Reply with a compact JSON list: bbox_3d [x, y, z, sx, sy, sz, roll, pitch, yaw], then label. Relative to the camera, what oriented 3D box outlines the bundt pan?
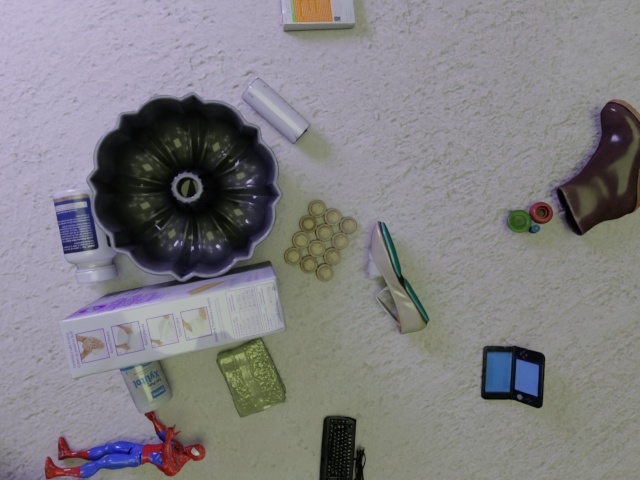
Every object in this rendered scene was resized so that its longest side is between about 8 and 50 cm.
[{"bbox_3d":[-0.241,-0.095,0.867,0.331,0.124,0.330,-1,93,-9],"label":"bundt pan"}]

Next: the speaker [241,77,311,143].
[{"bbox_3d":[-0.085,-0.253,0.915,0.136,0.055,0.055,40,87,-9],"label":"speaker"}]

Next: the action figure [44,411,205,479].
[{"bbox_3d":[-0.361,0.379,0.888,0.281,0.091,0.138,4,105,-8],"label":"action figure"}]

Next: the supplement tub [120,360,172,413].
[{"bbox_3d":[-0.337,0.268,0.900,0.071,0.071,0.107,-22,96,-7],"label":"supplement tub"}]

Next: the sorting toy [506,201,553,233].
[{"bbox_3d":[0.455,-0.044,1.018,0.102,0.042,0.061,-20,80,5],"label":"sorting toy"}]

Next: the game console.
[{"bbox_3d":[0.418,0.297,1.014,0.071,0.107,0.122,-1,94,-37],"label":"game console"}]

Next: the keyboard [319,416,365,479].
[{"bbox_3d":[0.051,0.470,0.985,0.100,0.038,0.191,2,94,-9],"label":"keyboard"}]

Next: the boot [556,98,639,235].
[{"bbox_3d":[0.602,-0.156,1.002,0.207,0.090,0.248,-25,100,-8],"label":"boot"}]

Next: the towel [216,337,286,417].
[{"bbox_3d":[-0.139,0.280,0.951,0.110,0.027,0.148,-22,96,-7],"label":"towel"}]

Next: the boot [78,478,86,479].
[{"bbox_3d":[-0.541,0.477,0.768,0.211,0.295,0.104,30,103,-9],"label":"boot"}]

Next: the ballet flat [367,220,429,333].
[{"bbox_3d":[0.142,0.083,0.960,0.086,0.086,0.248,-27,97,-6],"label":"ballet flat"}]

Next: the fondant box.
[{"bbox_3d":[-0.235,0.123,0.821,0.331,0.238,0.096,-12,95,-8],"label":"fondant box"}]

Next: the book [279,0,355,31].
[{"bbox_3d":[-0.007,-0.472,0.927,0.145,0.035,0.096,-6,91,-8],"label":"book"}]

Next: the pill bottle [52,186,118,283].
[{"bbox_3d":[-0.426,-0.010,0.859,0.094,0.094,0.169,-9,94,-8],"label":"pill bottle"}]

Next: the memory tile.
[{"bbox_3d":[0.000,0.000,0.963,0.113,0.012,0.147,27,90,-9],"label":"memory tile"}]
